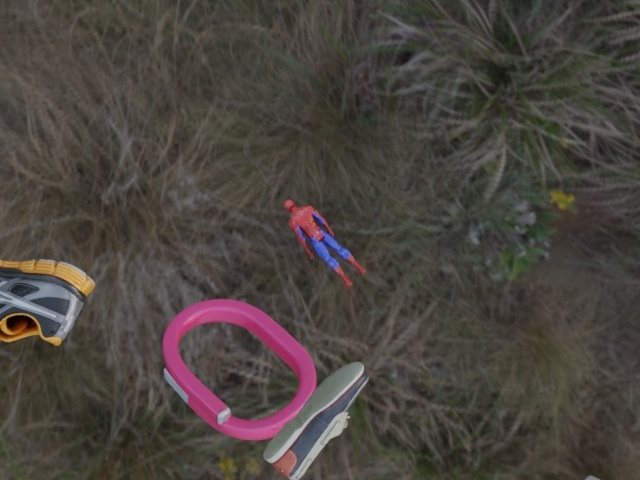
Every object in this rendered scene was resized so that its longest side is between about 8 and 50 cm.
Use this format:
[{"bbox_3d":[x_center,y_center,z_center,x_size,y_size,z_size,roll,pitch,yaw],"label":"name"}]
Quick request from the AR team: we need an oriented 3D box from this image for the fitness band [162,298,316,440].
[{"bbox_3d":[-0.139,0.210,1.714,0.209,0.291,0.054,-32,146,-30],"label":"fitness band"}]

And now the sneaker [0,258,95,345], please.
[{"bbox_3d":[-0.348,0.067,1.092,0.215,0.083,0.084,-1,153,26],"label":"sneaker"}]

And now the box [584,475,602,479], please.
[{"bbox_3d":[0.321,0.349,0.949,0.127,0.232,0.148,-36,123,-26],"label":"box"}]

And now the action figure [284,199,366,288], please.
[{"bbox_3d":[0.000,0.000,1.110,0.038,0.030,0.115,-41,91,-10],"label":"action figure"}]

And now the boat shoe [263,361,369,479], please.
[{"bbox_3d":[0.003,0.180,1.014,0.043,0.049,0.137,43,88,-16],"label":"boat shoe"}]
